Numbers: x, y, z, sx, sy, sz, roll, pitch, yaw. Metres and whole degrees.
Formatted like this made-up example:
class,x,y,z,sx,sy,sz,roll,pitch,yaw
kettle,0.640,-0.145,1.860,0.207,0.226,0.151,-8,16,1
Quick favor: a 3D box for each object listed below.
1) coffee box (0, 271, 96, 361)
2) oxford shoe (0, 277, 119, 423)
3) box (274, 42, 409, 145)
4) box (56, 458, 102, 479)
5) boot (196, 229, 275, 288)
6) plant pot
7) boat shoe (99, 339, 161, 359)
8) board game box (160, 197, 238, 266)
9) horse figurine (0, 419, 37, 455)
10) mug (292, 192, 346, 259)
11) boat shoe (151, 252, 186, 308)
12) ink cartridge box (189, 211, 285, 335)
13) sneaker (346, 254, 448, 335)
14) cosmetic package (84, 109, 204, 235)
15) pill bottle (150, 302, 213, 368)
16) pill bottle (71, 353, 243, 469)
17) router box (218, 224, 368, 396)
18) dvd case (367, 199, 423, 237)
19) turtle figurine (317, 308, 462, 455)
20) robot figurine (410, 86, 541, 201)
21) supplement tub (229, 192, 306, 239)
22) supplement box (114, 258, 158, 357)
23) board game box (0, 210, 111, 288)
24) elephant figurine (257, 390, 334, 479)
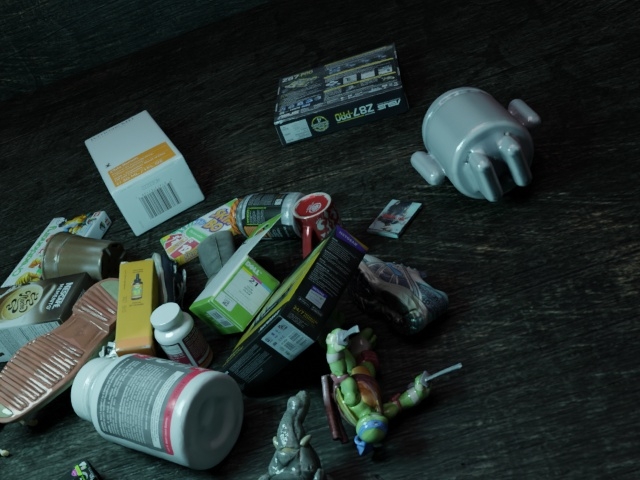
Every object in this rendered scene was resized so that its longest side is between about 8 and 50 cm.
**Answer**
class,x,y,z,sx,sy,sz,roll,pitch,yaw
coffee box,-0.700,0.192,1.801,0.297,0.118,0.168,-10,36,18
oxford shoe,-0.549,0.263,1.617,0.141,0.146,0.397,32,56,20
box,0.060,-0.453,2.248,0.395,0.097,0.318,-15,38,11
box,-0.452,0.464,1.364,0.083,0.052,0.062,-36,36,-16
boot,-0.210,0.042,1.780,0.190,0.076,0.208,-19,28,2
plant pot,-0.600,0.061,1.897,0.165,0.166,0.167,2,42,19
boat shoe,-0.438,0.259,1.594,0.096,0.088,0.267,11,47,39
board game box,-0.290,-0.027,1.938,0.260,0.039,0.124,-28,36,-11
horse figurine,-0.713,0.402,1.582,0.175,0.066,0.263,8,43,28
mug,0.009,-0.004,1.621,0.113,0.169,0.150,-17,35,7
boat shoe,-0.362,0.106,1.747,0.079,0.095,0.254,12,13,-22
ink cartridge box,-0.149,0.072,1.570,0.255,0.097,0.189,-51,11,-21
sneaker,0.148,0.097,1.496,0.122,0.110,0.283,-19,34,-25
cosmetic package,-0.541,-0.217,2.214,0.230,0.161,0.453,-31,35,-11
pill bottle,-0.292,0.205,1.529,0.086,0.152,0.086,-15,36,11
pill bottle,-0.318,0.310,1.384,0.319,0.176,0.176,5,44,33
router box,-0.056,0.139,1.397,0.309,0.081,0.243,-46,8,49
dvd case,0.176,-0.052,1.727,0.087,0.013,0.119,12,49,39
turtle figurine,0.098,0.203,1.274,0.198,0.274,0.266,-1,25,-16
robot figurine,0.357,-0.230,1.697,0.300,0.199,0.353,-25,35,3
supplement tub,-0.123,-0.060,1.813,0.191,0.117,0.117,1,42,29
supplement box,-0.391,0.153,1.572,0.078,0.080,0.233,-7,52,-2
board game box,-0.746,0.039,2.084,0.193,0.053,0.305,-7,38,22
elephant figurine,-0.042,0.392,1.159,0.169,0.186,0.239,31,25,10
